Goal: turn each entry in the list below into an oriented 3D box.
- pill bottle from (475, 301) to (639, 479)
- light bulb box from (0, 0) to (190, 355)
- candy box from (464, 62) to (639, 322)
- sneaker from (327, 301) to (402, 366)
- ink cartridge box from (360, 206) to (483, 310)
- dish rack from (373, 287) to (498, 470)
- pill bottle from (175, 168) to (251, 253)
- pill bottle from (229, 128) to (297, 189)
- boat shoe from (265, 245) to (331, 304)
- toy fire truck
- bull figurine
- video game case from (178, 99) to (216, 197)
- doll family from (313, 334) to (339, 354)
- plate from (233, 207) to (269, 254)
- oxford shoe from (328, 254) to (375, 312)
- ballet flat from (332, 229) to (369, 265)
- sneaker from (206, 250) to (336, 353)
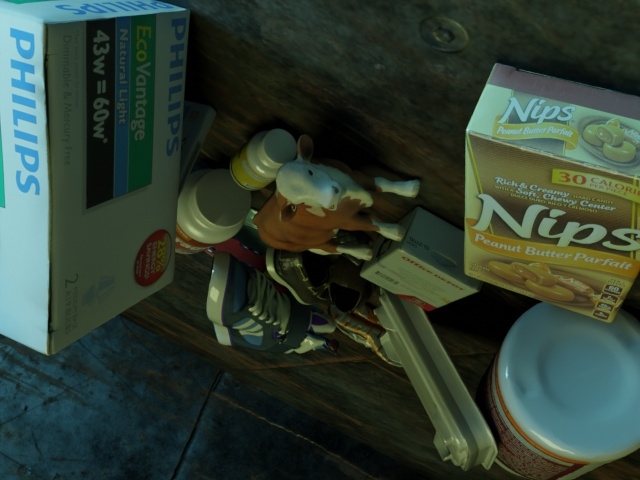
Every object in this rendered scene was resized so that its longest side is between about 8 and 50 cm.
[{"bbox_3d":[0.360,0.250,1.127,0.224,0.224,0.392,21,159,13],"label":"pill bottle"},{"bbox_3d":[-0.368,-0.118,0.835,0.361,0.225,0.358,18,116,20],"label":"light bulb box"},{"bbox_3d":[0.248,-0.032,0.752,0.182,0.088,0.316,19,159,19],"label":"candy box"},{"bbox_3d":[0.104,0.183,1.488,0.215,0.084,0.083,38,161,-6],"label":"sneaker"},{"bbox_3d":[0.150,0.032,1.053,0.127,0.072,0.175,28,160,-7],"label":"ink cartridge box"},{"bbox_3d":[0.181,0.232,1.229,0.333,0.072,0.285,62,175,26],"label":"dish rack"},{"bbox_3d":[-0.193,-0.049,1.190,0.121,0.121,0.216,32,159,-18],"label":"pill bottle"},{"bbox_3d":[-0.075,-0.110,0.978,0.065,0.065,0.116,32,159,-17],"label":"pill bottle"},{"bbox_3d":[-0.019,0.064,1.319,0.068,0.081,0.228,-5,159,23],"label":"boat shoe"},{"bbox_3d":[-0.148,0.048,1.488,0.192,0.047,0.135,25,163,8],"label":"toy fire truck"},{"bbox_3d":[0.009,-0.043,0.947,0.188,0.101,0.310,13,168,-15],"label":"bull figurine"},{"bbox_3d":[-0.269,-0.117,1.005,0.212,0.193,0.023,16,167,25],"label":"video game case"},{"bbox_3d":[-0.029,0.207,1.718,0.193,0.076,0.111,30,156,-26],"label":"doll family"},{"bbox_3d":[-0.114,-0.010,1.339,0.188,0.024,0.188,23,160,9],"label":"plate"},{"bbox_3d":[0.046,0.086,1.283,0.082,0.096,0.227,19,161,13],"label":"oxford shoe"},{"bbox_3d":[0.000,0.000,1.187,0.173,0.049,0.057,12,155,34],"label":"ballet flat"},{"bbox_3d":[-0.085,0.124,1.395,0.236,0.130,0.323,4,150,0],"label":"sneaker"}]
